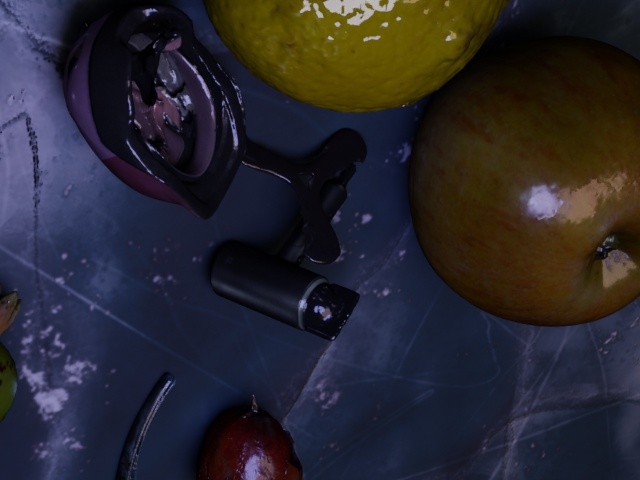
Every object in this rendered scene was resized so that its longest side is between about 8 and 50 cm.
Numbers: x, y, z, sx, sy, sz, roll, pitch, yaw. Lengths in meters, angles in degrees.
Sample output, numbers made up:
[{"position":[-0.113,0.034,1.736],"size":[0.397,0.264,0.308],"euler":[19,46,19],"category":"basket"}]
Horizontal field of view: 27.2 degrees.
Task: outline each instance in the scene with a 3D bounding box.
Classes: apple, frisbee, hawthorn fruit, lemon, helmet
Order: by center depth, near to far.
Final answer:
[{"position":[0.030,-0.323,1.454],"size":[0.387,0.350,0.350],"euler":[37,92,-35],"category":"lemon"},{"position":[-0.202,-0.151,1.518],"size":[0.253,0.154,0.198],"euler":[73,32,-44],"category":"helmet"},{"position":[-0.032,-0.081,1.690],"size":[0.187,0.012,0.211],"euler":[23,59,-19],"category":"frisbee"},{"position":[0.317,-0.072,1.763],"size":[0.400,0.333,0.400],"euler":[-14,119,-26],"category":"apple"},{"position":[-0.097,0.295,1.828],"size":[0.148,0.148,0.172],"euler":[-1,96,-31],"category":"hawthorn fruit"}]

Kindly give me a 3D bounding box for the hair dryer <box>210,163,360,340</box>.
[{"position":[0.000,0.000,1.723],"size":[0.248,0.195,0.078],"euler":[-57,148,-21],"category":"hair dryer"}]

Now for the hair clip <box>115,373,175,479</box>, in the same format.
[{"position":[-0.244,0.286,1.791],"size":[0.070,0.039,0.229],"euler":[7,109,-33],"category":"hair clip"}]

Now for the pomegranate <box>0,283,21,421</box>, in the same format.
[{"position":[-0.423,0.141,1.546],"size":[0.159,0.159,0.205],"euler":[50,57,-39],"category":"pomegranate"}]
